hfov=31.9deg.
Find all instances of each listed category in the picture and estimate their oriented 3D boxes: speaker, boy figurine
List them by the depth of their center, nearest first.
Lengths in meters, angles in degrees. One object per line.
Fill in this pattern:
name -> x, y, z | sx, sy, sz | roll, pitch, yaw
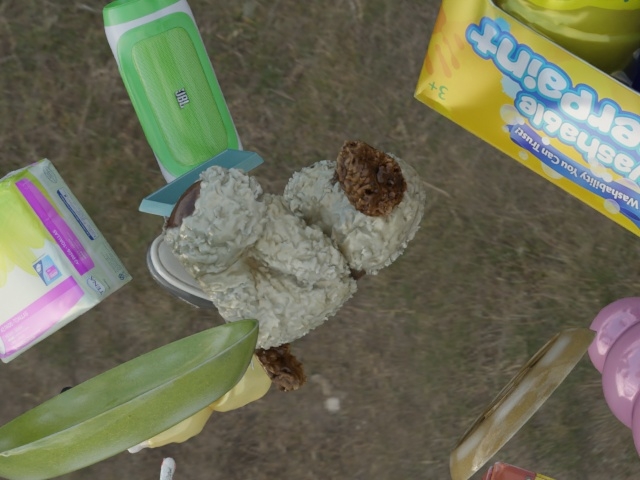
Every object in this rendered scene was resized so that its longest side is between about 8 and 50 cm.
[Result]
boy figurine -> -0.200, 0.205, 1.420 | 0.285, 0.177, 0.092 | -19, 112, 17
speaker -> -0.210, -0.214, 1.624 | 0.131, 0.131, 0.296 | -11, 112, 23

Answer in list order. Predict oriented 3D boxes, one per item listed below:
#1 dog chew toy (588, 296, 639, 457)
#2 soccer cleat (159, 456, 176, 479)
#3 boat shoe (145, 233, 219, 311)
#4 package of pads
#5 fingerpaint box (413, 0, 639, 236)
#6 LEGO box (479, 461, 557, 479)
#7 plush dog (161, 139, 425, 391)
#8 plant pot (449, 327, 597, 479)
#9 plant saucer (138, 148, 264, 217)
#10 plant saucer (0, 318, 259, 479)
dog chew toy -> 0.482, 0.195, 1.520 | 0.206, 0.207, 0.332 | -49, 37, 13
soccer cleat -> -0.290, 0.446, 2.115 | 0.035, 0.029, 0.083 | -107, 28, -55
boat shoe -> -0.120, 0.055, 1.518 | 0.095, 0.335, 0.112 | -32, 67, 34
package of pads -> -0.447, 0.032, 1.668 | 0.296, 0.101, 0.229 | -31, 97, 41
fingerpaint box -> 0.317, -0.158, 0.759 | 0.445, 0.163, 0.371 | 36, 140, 19
LEGO box -> 0.240, 0.613, 1.579 | 0.193, 0.372, 0.500 | 17, 66, 5
plush dog -> 0.000, 0.000, 1.060 | 0.225, 0.262, 0.210 | -34, 88, 0
plant pot -> 0.221, 0.180, 1.266 | 0.032, 0.236, 0.236 | 43, 103, 9
plant saucer -> -0.160, -0.082, 1.515 | 0.067, 0.192, 0.018 | 11, 123, 34
plant saucer -> -0.151, 0.127, 0.865 | 0.241, 0.241, 0.037 | -21, 95, 21
